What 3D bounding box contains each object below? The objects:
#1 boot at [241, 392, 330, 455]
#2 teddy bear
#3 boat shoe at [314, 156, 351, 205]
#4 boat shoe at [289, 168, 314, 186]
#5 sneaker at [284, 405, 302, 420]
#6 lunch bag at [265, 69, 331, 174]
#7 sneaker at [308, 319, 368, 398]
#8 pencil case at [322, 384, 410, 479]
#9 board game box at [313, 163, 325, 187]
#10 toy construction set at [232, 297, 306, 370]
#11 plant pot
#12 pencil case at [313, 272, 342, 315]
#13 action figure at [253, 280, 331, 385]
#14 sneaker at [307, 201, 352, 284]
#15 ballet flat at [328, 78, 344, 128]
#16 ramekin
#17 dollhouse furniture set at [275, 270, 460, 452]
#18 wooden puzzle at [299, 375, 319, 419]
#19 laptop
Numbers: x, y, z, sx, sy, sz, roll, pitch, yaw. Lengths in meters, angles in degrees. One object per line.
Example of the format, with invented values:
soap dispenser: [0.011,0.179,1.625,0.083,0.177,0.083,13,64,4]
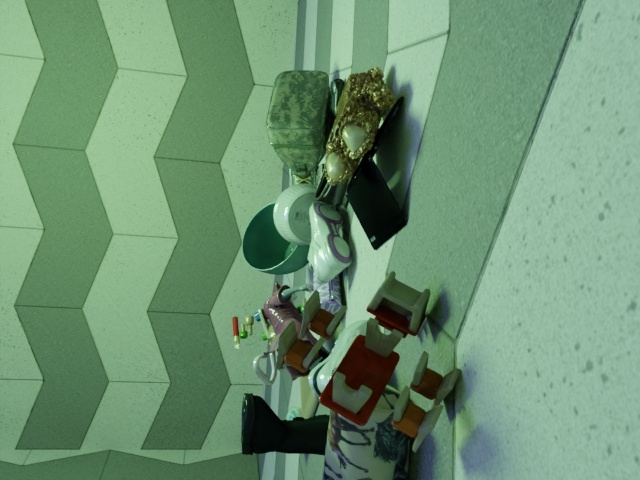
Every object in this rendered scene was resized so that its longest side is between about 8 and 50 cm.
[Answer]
boot: [-0.060,0.384,1.157,0.247,0.207,0.094,99,170,-54]
teddy bear: [0.090,-0.262,1.280,0.338,0.113,0.245,-85,17,-62]
boat shoe: [0.054,-0.248,1.632,0.112,0.095,0.335,-101,18,-55]
boat shoe: [-0.067,-0.214,2.261,0.091,0.109,0.305,-128,37,-74]
sneaker: [-0.093,0.708,2.123,0.229,0.092,0.088,-47,-39,-75]
lunch bag: [-0.064,-0.424,2.004,0.256,0.212,0.305,83,-169,-59]
sneaker: [0.074,0.257,1.227,0.094,0.090,0.235,-28,14,45]
pencil case: [0.073,0.464,1.066,0.183,0.159,0.411,10,98,47]
board game box: [0.003,-0.146,2.018,0.165,0.042,0.244,-174,88,-79]
toy construction set: [-0.191,0.404,2.236,0.258,0.308,0.237,95,168,-54]
plant pot: [-0.135,0.016,2.193,0.195,0.290,0.291,37,-137,-48]
pencil case: [0.021,0.133,1.692,0.088,0.086,0.206,98,170,-47]
action figure: [-0.103,0.279,1.763,0.370,0.275,0.248,53,169,49]
sneaker: [0.000,0.000,1.669,0.152,0.114,0.305,-52,29,30]
ballet flat: [0.058,-0.454,1.876,0.057,0.049,0.173,33,128,47]
ramekin: [-0.043,-0.080,1.830,0.109,0.207,0.207,-153,67,-69]
dollhouse furniture set: [0.091,0.188,0.933,0.259,0.261,0.135,-50,-19,-41]
wooden puzzle: [-0.042,0.516,2.037,0.221,0.044,0.239,105,160,-44]
laptop: [0.153,-0.147,1.289,0.265,0.136,0.234,-62,3,-19]
